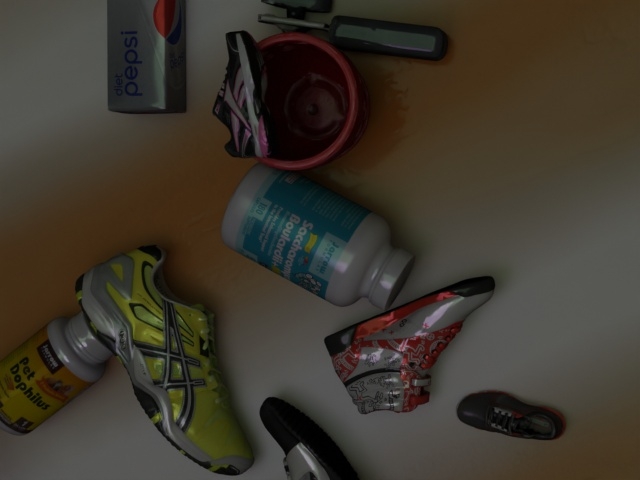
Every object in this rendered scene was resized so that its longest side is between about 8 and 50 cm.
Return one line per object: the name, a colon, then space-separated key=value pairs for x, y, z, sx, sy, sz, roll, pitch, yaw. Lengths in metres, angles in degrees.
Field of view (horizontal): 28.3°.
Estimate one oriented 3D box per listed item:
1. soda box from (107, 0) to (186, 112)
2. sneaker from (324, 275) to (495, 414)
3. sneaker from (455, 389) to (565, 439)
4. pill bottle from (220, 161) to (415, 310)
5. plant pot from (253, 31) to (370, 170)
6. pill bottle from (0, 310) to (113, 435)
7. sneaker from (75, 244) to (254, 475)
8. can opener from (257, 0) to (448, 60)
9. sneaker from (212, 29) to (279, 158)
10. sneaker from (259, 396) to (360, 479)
soda box: x=-0.261 y=-0.335 z=1.910 sx=0.098 sy=0.091 sz=0.286 roll=1 pitch=93 yaw=14
sneaker: x=0.149 y=0.158 z=1.824 sx=0.270 sy=0.090 sz=0.145 roll=-24 pitch=87 yaw=18
sneaker: x=0.269 y=0.251 z=1.807 sx=0.158 sy=0.065 sz=0.061 roll=6 pitch=94 yaw=14
pill bottle: x=0.000 y=0.000 z=1.826 sx=0.264 sy=0.146 sz=0.146 roll=27 pitch=99 yaw=12
plant pot: x=-0.020 y=-0.193 z=1.809 sx=0.191 sy=0.174 sz=0.191 roll=1 pitch=92 yaw=15
pill bottle: x=-0.416 y=0.198 z=1.957 sx=0.215 sy=0.117 sz=0.117 roll=-38 pitch=83 yaw=13
sneaker: x=-0.209 y=0.178 z=1.893 sx=0.147 sy=0.145 sz=0.384 roll=-36 pitch=88 yaw=5
can opener: x=0.045 y=-0.324 z=1.838 sx=0.284 sy=0.076 sz=0.095 roll=9 pitch=95 yaw=13
sneaker: x=-0.113 y=-0.194 z=1.708 sx=0.077 sy=0.072 sz=0.178 roll=-10 pitch=89 yaw=15
sneaker: x=-0.007 y=0.385 z=1.855 sx=0.146 sy=0.122 sz=0.330 roll=-40 pitch=82 yaw=11
